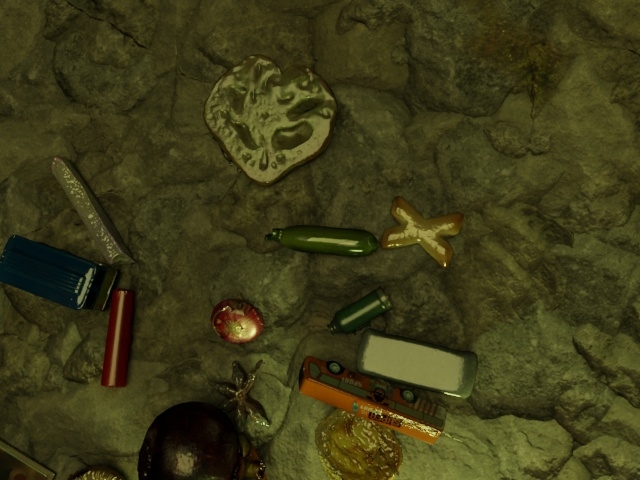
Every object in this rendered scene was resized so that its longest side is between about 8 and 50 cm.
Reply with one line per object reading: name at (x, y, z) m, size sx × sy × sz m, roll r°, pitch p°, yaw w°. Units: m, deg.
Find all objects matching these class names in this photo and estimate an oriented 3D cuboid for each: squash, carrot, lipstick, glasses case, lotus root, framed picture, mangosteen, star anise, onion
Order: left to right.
framed picture at (-0.932, 0.696, 1.785) m, size 0.289 × 0.020 × 0.211 m, roll 27°, pitch 85°, yaw 9°
lipstick at (-0.580, 0.278, 1.781) m, size 0.073 × 0.073 × 0.280 m, roll 4°, pitch 84°, yaw 6°
mangosteen at (-0.330, 0.569, 1.623) m, size 0.293 × 0.297 × 0.297 m, roll -11°, pitch 78°, yaw -40°
star anise at (-0.233, 0.442, 1.730) m, size 0.171 × 0.063 × 0.208 m, roll -7°, pitch 82°, yaw 6°
onion at (-0.231, 0.206, 1.749) m, size 0.150 × 0.140 × 0.150 m, roll 1°, pitch 126°, yaw 2°
carrot at (-0.181, 0.621, 1.718) m, size 0.035 × 0.035 × 0.142 m, roll -29°, pitch 85°, yaw 1°
lotus root at (-0.147, -0.347, 1.809) m, size 0.390 × 0.111 × 0.375 m, roll 5°, pitch 88°, yaw 4°
squash at (0.000, -0.002, 1.757) m, size 0.331 × 0.087 × 0.087 m, roll 6°, pitch 83°, yaw 8°
glasses case at (0.262, 0.336, 1.692) m, size 0.323 × 0.074 × 0.131 m, roll 12°, pitch 85°, yaw 7°

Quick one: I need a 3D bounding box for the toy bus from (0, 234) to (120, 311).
toy bus at (-0.745, 0.096, 1.764) m, size 0.287 × 0.175 × 0.138 m, roll 18°, pitch 85°, yaw 11°

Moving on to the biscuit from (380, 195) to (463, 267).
biscuit at (0.287, -0.026, 1.752) m, size 0.207 × 0.047 × 0.164 m, roll 16°, pitch 85°, yaw 7°

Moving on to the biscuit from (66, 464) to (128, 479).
biscuit at (-0.620, 0.756, 1.716) m, size 0.259 × 0.079 × 0.259 m, roll -1°, pitch 83°, yaw 6°

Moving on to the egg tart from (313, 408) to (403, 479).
egg tart at (0.095, 0.564, 1.664) m, size 0.252 × 0.098 × 0.232 m, roll 29°, pitch 63°, yaw 5°

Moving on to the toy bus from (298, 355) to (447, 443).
toy bus at (0.135, 0.422, 1.656) m, size 0.408 × 0.093 × 0.092 m, roll 21°, pitch 44°, yaw 1°

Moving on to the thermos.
thermos at (0.108, 0.205, 1.730) m, size 0.187 × 0.083 × 0.073 m, roll -30°, pitch 59°, yaw 2°

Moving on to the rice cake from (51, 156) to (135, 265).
rice cake at (-0.684, -0.084, 1.838) m, size 0.064 × 0.070 × 0.399 m, roll -36°, pitch 80°, yaw 4°
